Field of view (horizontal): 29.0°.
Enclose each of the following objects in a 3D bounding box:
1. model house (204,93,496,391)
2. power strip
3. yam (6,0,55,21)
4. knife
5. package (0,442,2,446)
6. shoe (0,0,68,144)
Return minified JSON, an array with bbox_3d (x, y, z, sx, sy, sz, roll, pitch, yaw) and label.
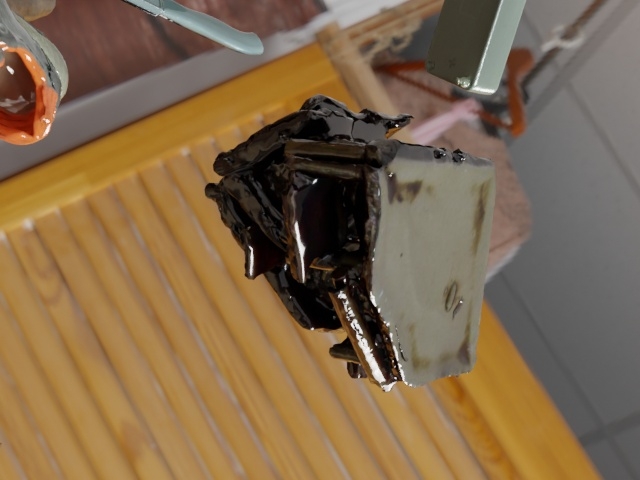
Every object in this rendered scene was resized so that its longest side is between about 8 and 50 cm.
[{"bbox_3d":[0.000,0.000,1.276,0.282,0.317,0.297,20,-77,31],"label":"model house"},{"bbox_3d":[0.158,-0.279,1.333,0.145,0.061,0.216,33,-69,50],"label":"power strip"},{"bbox_3d":[-0.411,-0.301,1.600,0.057,0.056,0.241,67,19,-10],"label":"yam"},{"bbox_3d":[-0.127,-0.193,1.018,0.015,0.210,0.028,-26,-122,39],"label":"knife"},{"bbox_3d":[-0.333,0.279,1.058,0.232,0.040,0.166,-81,-164,-72],"label":"package"},{"bbox_3d":[-0.369,-0.217,1.227,0.336,0.132,0.171,57,5,-37],"label":"shoe"}]
